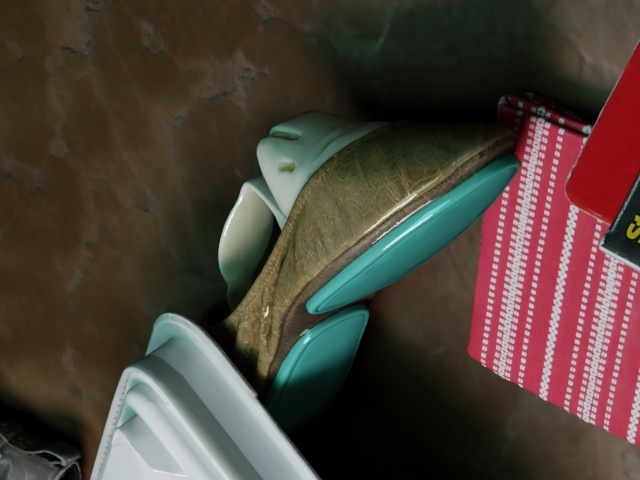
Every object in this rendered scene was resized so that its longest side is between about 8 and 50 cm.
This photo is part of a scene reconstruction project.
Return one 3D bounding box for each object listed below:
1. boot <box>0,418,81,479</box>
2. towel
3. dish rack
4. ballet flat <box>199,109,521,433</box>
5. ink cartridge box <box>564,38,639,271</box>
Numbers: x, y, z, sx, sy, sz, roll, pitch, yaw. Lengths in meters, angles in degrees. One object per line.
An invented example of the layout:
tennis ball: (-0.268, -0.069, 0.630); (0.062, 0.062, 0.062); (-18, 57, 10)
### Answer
boot: (-0.299, 0.217, 1.485); (0.229, 0.091, 0.263); (33, 129, 19)
towel: (0.210, 0.044, 1.024); (0.275, 0.031, 0.199); (25, 130, 27)
dish rack: (-0.047, 0.235, 1.197); (0.333, 0.072, 0.285); (50, 149, 16)
ballet flat: (0.000, 0.000, 1.106); (0.124, 0.116, 0.342); (56, 148, 15)
ink cartridge box: (0.254, -0.095, 0.733); (0.272, 0.130, 0.309); (30, 97, 27)
